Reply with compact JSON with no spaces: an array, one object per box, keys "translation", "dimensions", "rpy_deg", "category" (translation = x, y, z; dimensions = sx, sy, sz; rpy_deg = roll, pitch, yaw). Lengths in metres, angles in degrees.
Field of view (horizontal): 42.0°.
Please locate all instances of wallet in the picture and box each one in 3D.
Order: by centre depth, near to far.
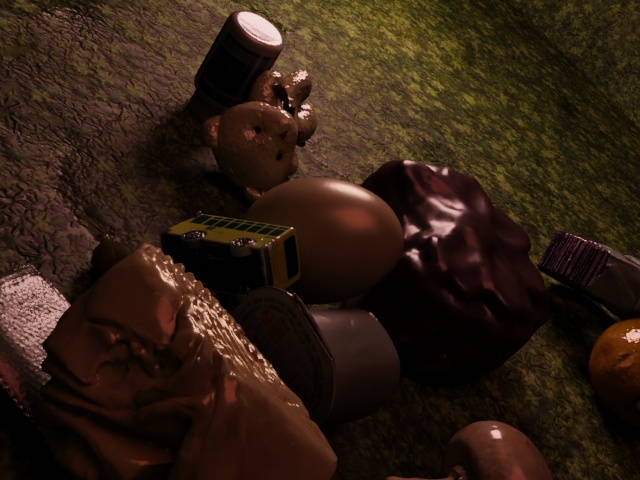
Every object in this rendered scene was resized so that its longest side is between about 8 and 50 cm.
[{"translation":[-0.297,0.140,0.910],"dimensions":[0.236,0.055,0.160],"rpy_deg":[49,31,2],"category":"wallet"}]

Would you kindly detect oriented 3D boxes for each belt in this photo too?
[{"translation":[0.591,0.083,1.675],"dimensions":[0.325,0.122,0.260],"rpy_deg":[27,2,-24],"category":"belt"}]

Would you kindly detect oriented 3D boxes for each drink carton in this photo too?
[{"translation":[-0.007,0.164,1.048],"dimensions":[0.190,0.191,0.185],"rpy_deg":[8,41,-47],"category":"drink carton"}]

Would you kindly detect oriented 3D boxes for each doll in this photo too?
[{"translation":[-0.068,-0.195,1.414],"dimensions":[0.175,0.149,0.278],"rpy_deg":[51,41,-14],"category":"doll"}]

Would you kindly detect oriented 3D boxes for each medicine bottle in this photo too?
[{"translation":[-0.152,-0.293,1.444],"dimensions":[0.107,0.191,0.107],"rpy_deg":[25,36,-19],"category":"medicine bottle"}]

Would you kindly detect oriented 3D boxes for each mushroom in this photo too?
[{"translation":[0.191,0.315,1.034],"dimensions":[0.209,0.206,0.206],"rpy_deg":[31,33,1],"category":"mushroom"}]

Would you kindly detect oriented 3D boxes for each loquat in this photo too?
[{"translation":[0.590,0.246,1.492],"dimensions":[0.213,0.213,0.246],"rpy_deg":[40,33,3],"category":"loquat"}]

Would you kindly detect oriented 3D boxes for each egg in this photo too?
[{"translation":[0.000,0.000,1.213],"dimensions":[0.242,0.186,0.186],"rpy_deg":[-5,36,9],"category":"egg"}]

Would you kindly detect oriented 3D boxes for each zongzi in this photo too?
[{"translation":[-0.239,0.053,1.093],"dimensions":[0.130,0.062,0.154],"rpy_deg":[36,10,-42],"category":"zongzi"}]

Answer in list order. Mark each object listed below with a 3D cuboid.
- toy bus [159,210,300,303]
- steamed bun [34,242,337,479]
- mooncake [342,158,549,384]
[{"translation":[-0.120,0.021,1.113],"dimensions":[0.175,0.088,0.101],"rpy_deg":[9,29,31],"category":"toy bus"},{"translation":[-0.148,0.169,0.826],"dimensions":[0.289,0.203,0.276],"rpy_deg":[48,-1,-8],"category":"steamed bun"},{"translation":[0.206,0.043,1.379],"dimensions":[0.351,0.212,0.381],"rpy_deg":[20,39,-36],"category":"mooncake"}]
